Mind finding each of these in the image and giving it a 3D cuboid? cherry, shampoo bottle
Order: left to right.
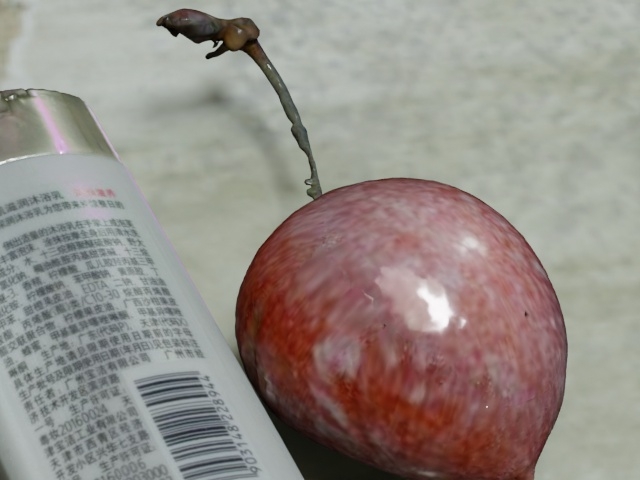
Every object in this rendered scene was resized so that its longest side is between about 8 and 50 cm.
[{"bbox_3d":[-0.076,0.040,0.611,0.086,0.056,0.227,-15,49,-23],"label":"shampoo bottle"},{"bbox_3d":[0.000,0.000,0.639,0.107,0.090,0.225,-24,55,-31],"label":"cherry"}]
